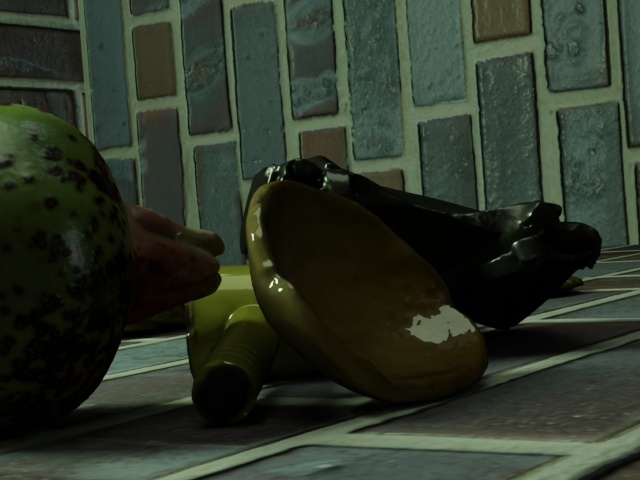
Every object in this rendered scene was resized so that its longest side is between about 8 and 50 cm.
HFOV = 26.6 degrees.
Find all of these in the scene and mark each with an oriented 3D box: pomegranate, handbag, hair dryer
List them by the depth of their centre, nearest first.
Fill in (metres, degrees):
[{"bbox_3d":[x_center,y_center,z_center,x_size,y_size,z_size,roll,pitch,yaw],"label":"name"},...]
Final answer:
[{"bbox_3d":[-0.178,0.019,0.890,0.247,0.214,0.214,-1,-1,-29],"label":"pomegranate"},{"bbox_3d":[-0.038,0.075,0.950,0.135,0.090,0.279,-2,8,4],"label":"hair dryer"},{"bbox_3d":[0.076,-0.001,1.167,0.285,0.114,0.257,15,-10,-5],"label":"handbag"}]

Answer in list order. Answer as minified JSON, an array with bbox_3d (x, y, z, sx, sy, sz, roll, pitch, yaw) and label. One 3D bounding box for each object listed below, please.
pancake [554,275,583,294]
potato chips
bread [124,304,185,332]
[{"bbox_3d":[0.233,0.062,1.715,0.199,0.021,0.199,-5,0,0],"label":"pancake"},{"bbox_3d":[0.019,0.044,0.898,0.062,0.195,0.208,-45,5,25],"label":"potato chips"},{"bbox_3d":[-0.244,0.063,1.604,0.181,0.096,0.222,-3,0,36],"label":"bread"}]
